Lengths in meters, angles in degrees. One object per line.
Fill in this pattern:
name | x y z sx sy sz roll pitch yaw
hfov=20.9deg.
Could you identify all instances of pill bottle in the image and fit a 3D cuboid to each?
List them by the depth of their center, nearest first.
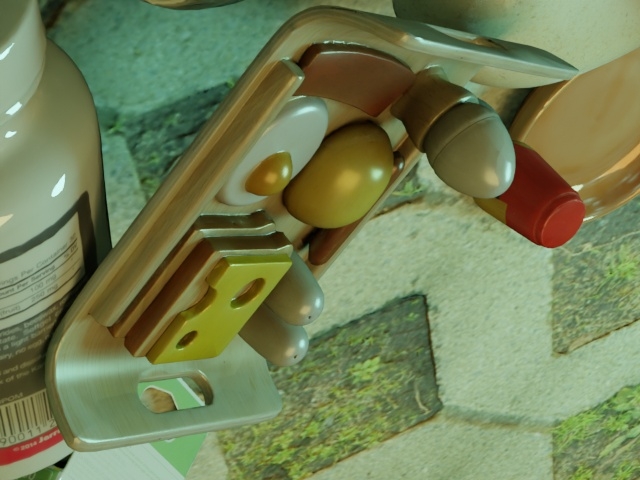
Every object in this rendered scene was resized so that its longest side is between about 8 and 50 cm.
pill bottle | -0.207 -0.017 0.976 0.176 0.176 0.318 -22 143 -19

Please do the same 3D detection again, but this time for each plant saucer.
plant saucer | 0.222 -0.093 1.369 0.200 0.037 0.200 -22 142 -18

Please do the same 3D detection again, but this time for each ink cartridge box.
ink cartridge box | -0.179 0.201 1.328 0.235 0.056 0.171 -66 152 -20

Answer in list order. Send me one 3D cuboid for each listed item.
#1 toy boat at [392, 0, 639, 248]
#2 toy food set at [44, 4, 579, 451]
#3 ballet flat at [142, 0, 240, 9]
toy boat | 0.138 -0.150 1.163 0.267 0.148 0.318 -18 135 -31
toy food set | 0.000 0.000 0.989 0.306 0.092 0.220 -51 157 21
ballet flat | -0.112 -0.191 0.891 0.139 0.139 0.400 -46 144 15
